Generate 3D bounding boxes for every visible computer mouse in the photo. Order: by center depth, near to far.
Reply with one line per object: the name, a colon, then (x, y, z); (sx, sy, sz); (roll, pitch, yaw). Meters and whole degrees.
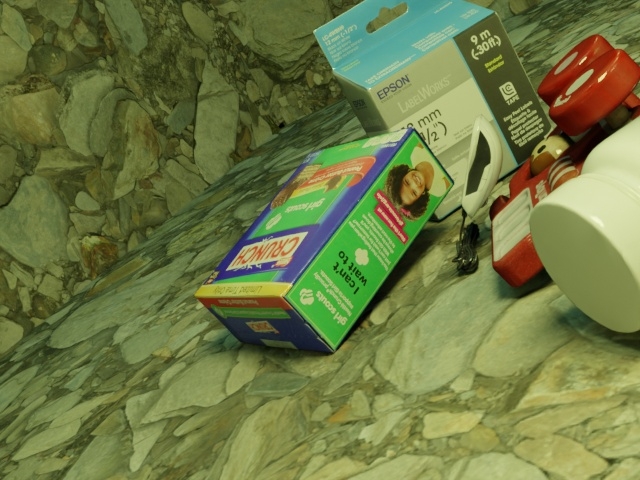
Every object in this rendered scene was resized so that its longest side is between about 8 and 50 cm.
computer mouse: (0.203, -0.062, 0.972); (0.042, 0.193, 0.106); (10, 21, 13)

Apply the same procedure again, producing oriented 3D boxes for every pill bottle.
pill bottle: (0.336, -0.052, 0.673); (0.283, 0.160, 0.160); (-34, 15, -12)

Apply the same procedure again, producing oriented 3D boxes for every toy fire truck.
toy fire truck: (0.297, -0.088, 0.911); (0.254, 0.169, 0.302); (-44, 8, 22)

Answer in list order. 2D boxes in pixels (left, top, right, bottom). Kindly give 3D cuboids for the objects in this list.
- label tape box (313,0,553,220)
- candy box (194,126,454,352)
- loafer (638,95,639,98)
label tape box: (0.185, -0.243, 1.219); (0.249, 0.347, 0.115); (-33, 15, -11)
candy box: (0.000, 0.000, 1.104); (0.268, 0.122, 0.317); (-6, 43, 56)
loafer: (0.514, -0.234, 1.170); (0.039, 0.045, 0.125); (-23, 18, 50)
